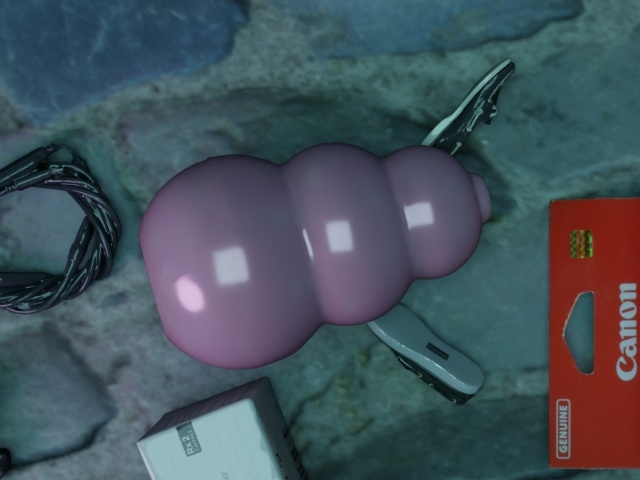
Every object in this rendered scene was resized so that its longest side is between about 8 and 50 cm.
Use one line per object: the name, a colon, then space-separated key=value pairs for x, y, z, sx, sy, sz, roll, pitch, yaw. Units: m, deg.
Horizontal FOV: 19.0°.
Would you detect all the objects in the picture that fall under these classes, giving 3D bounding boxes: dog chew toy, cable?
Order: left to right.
cable: x=-0.294 y=-0.001 z=1.919 sx=0.184 sy=0.047 sz=0.150 roll=-31 pitch=95 yaw=3
dog chew toy: x=0.000 y=0.000 z=1.823 sx=0.332 sy=0.206 sz=0.206 roll=-15 pitch=92 yaw=-3

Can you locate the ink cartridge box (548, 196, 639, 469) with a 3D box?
ink cartridge box: x=0.321 y=0.084 z=1.805 sx=0.239 sy=0.060 sz=0.275 roll=-2 pitch=83 yaw=25

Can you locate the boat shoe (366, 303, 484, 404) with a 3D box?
boat shoe: x=0.096 y=0.112 z=1.892 sx=0.142 sy=0.049 sz=0.040 roll=37 pitch=133 yaw=6

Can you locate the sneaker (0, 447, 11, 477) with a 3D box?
sneaker: x=-0.389 y=0.159 z=1.917 sx=0.106 sy=0.078 sz=0.234 roll=-31 pitch=94 yaw=2

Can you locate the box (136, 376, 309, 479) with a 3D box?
box: x=-0.080 y=0.242 z=1.843 sx=0.119 sy=0.182 sz=0.181 roll=-22 pitch=92 yaw=5

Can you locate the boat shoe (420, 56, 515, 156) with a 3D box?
boat shoe: x=0.152 y=-0.125 z=1.873 sx=0.038 sy=0.046 sz=0.125 roll=43 pitch=98 yaw=1
